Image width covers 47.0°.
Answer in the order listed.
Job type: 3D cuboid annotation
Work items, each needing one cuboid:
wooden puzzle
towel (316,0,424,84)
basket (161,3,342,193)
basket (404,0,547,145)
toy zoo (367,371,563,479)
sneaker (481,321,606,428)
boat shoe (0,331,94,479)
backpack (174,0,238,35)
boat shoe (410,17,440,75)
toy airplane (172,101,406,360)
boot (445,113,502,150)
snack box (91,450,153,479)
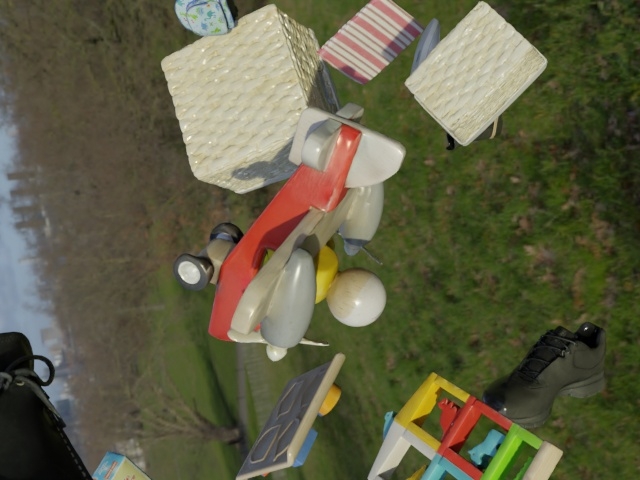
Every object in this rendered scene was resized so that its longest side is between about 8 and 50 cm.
[{"bbox_3d":[-0.063,0.473,1.905,0.080,0.322,0.348,37,143,-7],"label":"wooden puzzle"},{"bbox_3d":[0.106,-0.432,1.584,0.197,0.144,0.029,-38,44,31],"label":"towel"},{"bbox_3d":[-0.151,-0.317,1.709,0.266,0.331,0.328,6,-115,-70],"label":"basket"},{"bbox_3d":[0.213,-0.231,1.025,0.167,0.103,0.113,-46,73,16],"label":"basket"},{"bbox_3d":[0.179,0.309,1.042,0.192,0.030,0.293,-57,32,-4],"label":"toy zoo"},{"bbox_3d":[0.373,0.212,1.222,0.109,0.286,0.130,27,124,44],"label":"sneaker"},{"bbox_3d":[-0.391,0.183,0.820,0.500,0.187,0.156,39,102,21],"label":"boat shoe"},{"bbox_3d":[-0.241,-0.479,1.523,0.105,0.114,0.084,73,-160,-53],"label":"backpack"},{"bbox_3d":[0.283,-0.478,1.879,0.066,0.063,0.184,-34,38,64],"label":"boat shoe"},{"bbox_3d":[0.000,0.000,1.047,0.272,0.386,0.384,43,165,-1],"label":"toy airplane"},{"bbox_3d":[0.356,-0.304,1.719,0.077,0.137,0.198,-126,18,-49],"label":"boot"},{"bbox_3d":[-0.432,0.603,1.436,0.060,0.322,0.187,1,137,34],"label":"snack box"}]
